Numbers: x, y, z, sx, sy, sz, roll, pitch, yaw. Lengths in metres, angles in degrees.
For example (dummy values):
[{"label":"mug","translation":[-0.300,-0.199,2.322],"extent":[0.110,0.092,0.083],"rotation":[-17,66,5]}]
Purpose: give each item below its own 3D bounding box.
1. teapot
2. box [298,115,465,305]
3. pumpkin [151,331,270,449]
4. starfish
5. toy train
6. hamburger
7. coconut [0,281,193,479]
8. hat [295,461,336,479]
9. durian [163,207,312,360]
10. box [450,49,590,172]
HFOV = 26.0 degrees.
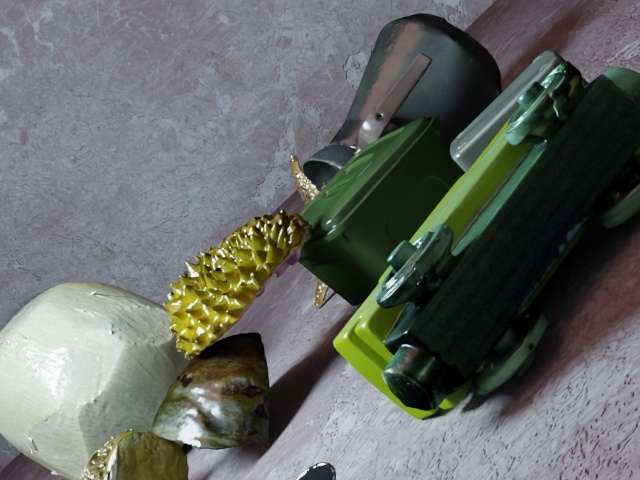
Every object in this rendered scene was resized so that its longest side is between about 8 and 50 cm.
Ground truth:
[{"label":"teapot","translation":[0.145,-0.214,2.416],"extent":[0.344,0.253,0.300],"rotation":[-56,-12,-18]},{"label":"box","translation":[0.092,-0.029,2.052],"extent":[0.253,0.178,0.329],"rotation":[-46,6,-14]},{"label":"pumpkin","translation":[-0.164,0.210,2.048],"extent":[0.312,0.169,0.148],"rotation":[-160,70,-85]},{"label":"starfish","translation":[0.005,0.000,2.348],"extent":[0.048,0.295,0.231],"rotation":[-11,-44,-34]},{"label":"toy train","translation":[0.188,0.003,1.461],"extent":[0.442,0.179,0.272],"rotation":[-50,3,-21]},{"label":"hamburger","translation":[-0.278,0.372,2.048],"extent":[0.131,0.159,0.185],"rotation":[-32,42,43]},{"label":"coconut","translation":[-0.373,0.252,2.368],"extent":[0.346,0.360,0.346],"rotation":[-34,-45,-43]},{"label":"hat","translation":[-0.014,0.290,1.445],"extent":[0.121,0.050,0.121],"rotation":[-49,9,10]},{"label":"durian","translation":[-0.141,0.060,1.978],"extent":[0.191,0.112,0.341],"rotation":[-43,3,-32]},{"label":"box","translation":[0.277,-0.138,1.799],"extent":[0.210,0.129,0.148],"rotation":[-45,7,11]}]
